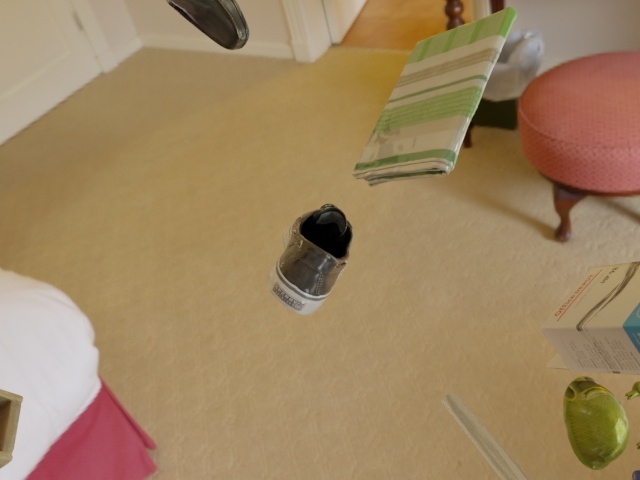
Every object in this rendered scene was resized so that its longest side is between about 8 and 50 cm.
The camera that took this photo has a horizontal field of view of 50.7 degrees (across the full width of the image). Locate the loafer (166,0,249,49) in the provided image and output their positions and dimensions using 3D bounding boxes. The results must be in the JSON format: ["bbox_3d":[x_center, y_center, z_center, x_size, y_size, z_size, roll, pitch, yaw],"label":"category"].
[{"bbox_3d":[-0.155,-0.282,0.776,0.062,0.170,0.061,-42,7,37],"label":"loafer"}]

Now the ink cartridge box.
[{"bbox_3d":[0.294,0.074,0.660,0.104,0.060,0.180,-41,9,-23],"label":"ink cartridge box"}]

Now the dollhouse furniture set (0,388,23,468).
[{"bbox_3d":[-0.450,0.242,0.537,0.198,0.303,0.286,-30,47,24],"label":"dollhouse furniture set"}]

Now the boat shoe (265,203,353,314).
[{"bbox_3d":[0.000,0.000,0.702,0.080,0.076,0.228,35,18,1],"label":"boat shoe"}]

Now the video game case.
[{"bbox_3d":[0.175,0.220,0.588,0.019,0.143,0.157,-37,21,-1],"label":"video game case"}]

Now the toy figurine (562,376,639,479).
[{"bbox_3d":[0.456,0.353,0.852,0.191,0.217,0.363,-5,82,-13],"label":"toy figurine"}]

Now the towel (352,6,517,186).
[{"bbox_3d":[0.094,-0.113,0.550,0.113,0.023,0.152,1,59,55],"label":"towel"}]
